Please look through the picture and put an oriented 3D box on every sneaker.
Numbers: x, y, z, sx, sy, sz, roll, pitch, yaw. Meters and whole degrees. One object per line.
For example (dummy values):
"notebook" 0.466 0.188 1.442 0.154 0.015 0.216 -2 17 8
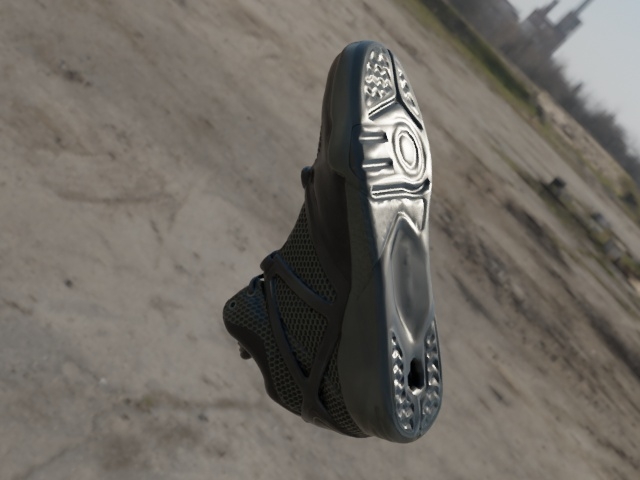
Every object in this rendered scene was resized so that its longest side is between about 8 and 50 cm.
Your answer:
"sneaker" 0.000 0.000 0.599 0.087 0.130 0.228 -3 91 -54
